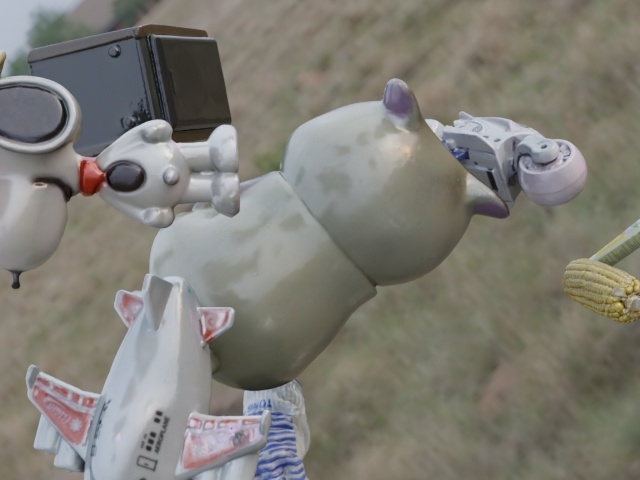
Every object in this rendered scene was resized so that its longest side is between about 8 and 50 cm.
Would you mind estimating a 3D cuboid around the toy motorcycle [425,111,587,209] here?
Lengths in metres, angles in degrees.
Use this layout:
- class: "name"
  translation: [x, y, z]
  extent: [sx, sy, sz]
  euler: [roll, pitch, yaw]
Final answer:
- class: "toy motorcycle"
  translation: [0.183, -0.094, 1.920]
  extent: [0.254, 0.112, 0.112]
  euler: [11, 50, 41]

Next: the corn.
- class: "corn"
  translation: [0.203, 0.035, 1.279]
  extent: [0.037, 0.037, 0.092]
  euler: [-46, 20, -6]

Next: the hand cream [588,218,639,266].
- class: "hand cream"
  translation: [0.281, 0.005, 1.650]
  extent: [0.102, 0.022, 0.035]
  euler: [-38, -31, 14]

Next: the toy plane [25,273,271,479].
- class: "toy plane"
  translation: [-0.159, 0.156, 1.648]
  extent: [0.252, 0.252, 0.118]
  euler: [-43, -20, 7]

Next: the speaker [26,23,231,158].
- class: "speaker"
  translation: [-0.244, -0.188, 2.295]
  extent: [0.192, 0.153, 0.231]
  euler: [-11, 2, 19]

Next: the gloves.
- class: "gloves"
  translation: [-0.060, 0.250, 1.936]
  extent: [0.119, 0.097, 0.229]
  euler: [-37, 43, 37]

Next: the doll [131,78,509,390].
- class: "doll"
  translation: [-0.015, 0.006, 1.843]
  extent: [0.370, 0.215, 0.226]
  euler: [-38, 10, -1]

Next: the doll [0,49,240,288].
- class: "doll"
  translation: [-0.214, -0.086, 1.603]
  extent: [0.271, 0.208, 0.144]
  euler: [-19, 7, -6]
